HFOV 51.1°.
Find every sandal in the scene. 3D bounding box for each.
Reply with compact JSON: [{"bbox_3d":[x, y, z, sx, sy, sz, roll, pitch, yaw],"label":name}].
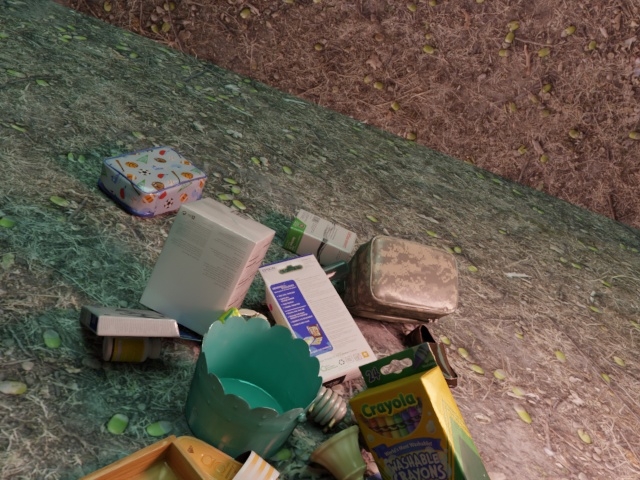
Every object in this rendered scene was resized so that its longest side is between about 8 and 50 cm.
[{"bbox_3d":[-0.167,0.444,1.294,0.265,0.076,0.102,28,31,1],"label":"sandal"}]

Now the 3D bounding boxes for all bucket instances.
[{"bbox_3d":[-0.147,0.315,1.424,0.281,0.183,0.281,19,29,-11],"label":"bucket"}]

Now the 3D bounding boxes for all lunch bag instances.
[{"bbox_3d":[0.221,0.135,1.951,0.305,0.256,0.212,11,69,-20],"label":"lunch bag"},{"bbox_3d":[-0.516,-0.192,2.074,0.243,0.115,0.303,34,30,22],"label":"lunch bag"}]

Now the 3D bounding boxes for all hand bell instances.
[{"bbox_3d":[0.089,0.519,1.374,0.126,0.126,0.242,-8,54,-45],"label":"hand bell"}]

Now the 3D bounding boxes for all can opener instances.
[{"bbox_3d":[-0.041,0.136,1.866,0.280,0.074,0.093,-26,93,-27],"label":"can opener"}]

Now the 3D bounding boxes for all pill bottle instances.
[{"bbox_3d":[-0.416,0.235,1.475,0.116,0.065,0.065,8,33,-27],"label":"pill bottle"}]

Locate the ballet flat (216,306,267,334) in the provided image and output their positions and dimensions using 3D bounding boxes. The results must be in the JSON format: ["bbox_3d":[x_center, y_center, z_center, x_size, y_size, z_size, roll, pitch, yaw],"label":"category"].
[{"bbox_3d":[-0.167,0.206,1.595,0.077,0.077,0.231,29,-4,28],"label":"ballet flat"}]

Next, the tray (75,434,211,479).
[{"bbox_3d":[-0.355,0.487,1.091,0.203,0.076,0.411,41,33,27],"label":"tray"}]

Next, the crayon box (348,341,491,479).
[{"bbox_3d":[0.193,0.396,1.383,0.083,0.203,0.323,-16,80,-51],"label":"crayon box"}]

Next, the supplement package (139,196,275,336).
[{"bbox_3d":[-0.270,0.061,1.630,0.199,0.262,0.198,27,12,5],"label":"supplement package"}]

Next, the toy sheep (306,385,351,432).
[{"bbox_3d":[0.014,0.386,1.536,0.132,0.091,0.091,39,29,-1],"label":"toy sheep"}]

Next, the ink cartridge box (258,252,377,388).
[{"bbox_3d":[-0.018,0.202,1.733,0.176,0.069,0.371,-14,57,-27],"label":"ink cartridge box"}]

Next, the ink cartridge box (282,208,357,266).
[{"bbox_3d":[0.000,0.000,2.167,0.208,0.087,0.153,24,28,1],"label":"ink cartridge box"}]

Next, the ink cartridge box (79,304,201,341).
[{"bbox_3d":[-0.400,0.181,1.483,0.224,0.045,0.223,9,-3,-29],"label":"ink cartridge box"}]

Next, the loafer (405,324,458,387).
[{"bbox_3d":[0.314,0.320,1.876,0.080,0.078,0.220,1,36,-36],"label":"loafer"}]

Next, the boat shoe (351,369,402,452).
[{"bbox_3d":[0.181,0.401,1.623,0.117,0.096,0.324,-7,8,32],"label":"boat shoe"}]

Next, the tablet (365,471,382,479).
[{"bbox_3d":[0.141,0.540,1.450,0.054,0.006,0.083,-7,41,-44],"label":"tablet"}]

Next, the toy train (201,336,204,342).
[{"bbox_3d":[-0.258,0.260,1.607,0.024,0.017,0.083,4,33,-50],"label":"toy train"}]
